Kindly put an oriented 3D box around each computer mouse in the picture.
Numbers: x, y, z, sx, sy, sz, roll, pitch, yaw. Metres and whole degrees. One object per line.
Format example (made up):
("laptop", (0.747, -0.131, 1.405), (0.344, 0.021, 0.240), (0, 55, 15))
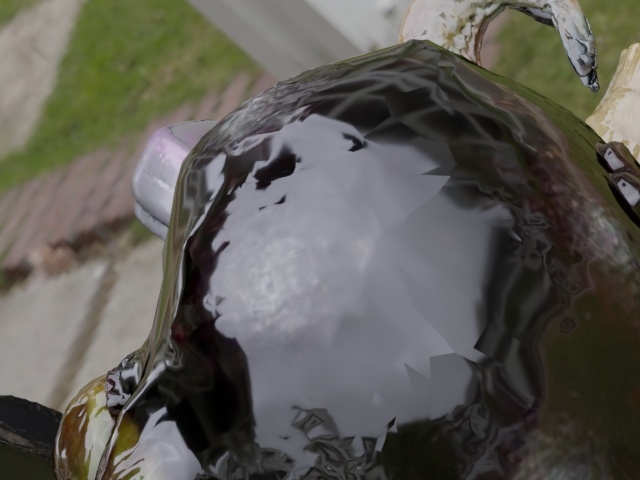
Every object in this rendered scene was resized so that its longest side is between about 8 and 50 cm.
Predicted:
("computer mouse", (-0.182, 0.122, 1.067), (0.099, 0.172, 0.057), (-42, 54, 24))

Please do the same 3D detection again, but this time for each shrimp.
("shrimp", (0.122, -0.100, 1.384), (0.152, 0.046, 0.219), (0, 70, 22))

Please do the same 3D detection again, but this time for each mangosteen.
("mangosteen", (0.027, 0.074, 0.760), (0.287, 0.233, 0.287), (-62, 12, 22))

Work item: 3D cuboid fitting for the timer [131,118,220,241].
("timer", (0.000, 0.000, 1.094), (0.069, 0.208, 0.191), (-63, -8, 10))

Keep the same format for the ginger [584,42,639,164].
("ginger", (0.251, -0.033, 1.144), (0.130, 0.275, 0.221), (172, 92, -65))
